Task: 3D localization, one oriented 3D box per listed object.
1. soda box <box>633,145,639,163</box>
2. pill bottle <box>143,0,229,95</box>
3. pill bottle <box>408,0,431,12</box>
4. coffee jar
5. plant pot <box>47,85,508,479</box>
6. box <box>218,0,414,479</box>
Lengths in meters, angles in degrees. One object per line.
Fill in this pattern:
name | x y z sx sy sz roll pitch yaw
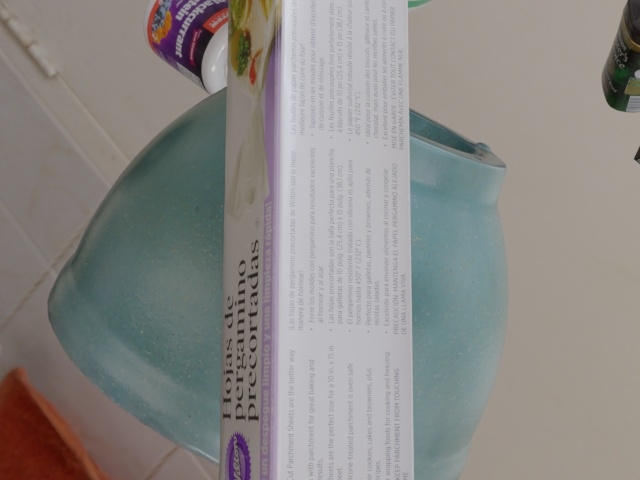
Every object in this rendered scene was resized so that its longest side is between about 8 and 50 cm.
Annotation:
soda box | 0.491 -0.165 1.289 0.169 0.053 0.060 -59 -164 -20
pill bottle | -0.110 -0.222 1.094 0.108 0.193 0.108 -28 138 -29
pill bottle | 0.105 -0.342 0.686 0.204 0.204 0.361 -29 174 -35
coffee jar | 0.471 -0.279 1.396 0.079 0.096 0.184 0 149 1
plant pot | 0.000 0.000 0.610 0.293 0.293 0.196 -6 124 -63
box | -0.003 -0.045 0.410 0.067 0.324 0.063 4 169 -26
